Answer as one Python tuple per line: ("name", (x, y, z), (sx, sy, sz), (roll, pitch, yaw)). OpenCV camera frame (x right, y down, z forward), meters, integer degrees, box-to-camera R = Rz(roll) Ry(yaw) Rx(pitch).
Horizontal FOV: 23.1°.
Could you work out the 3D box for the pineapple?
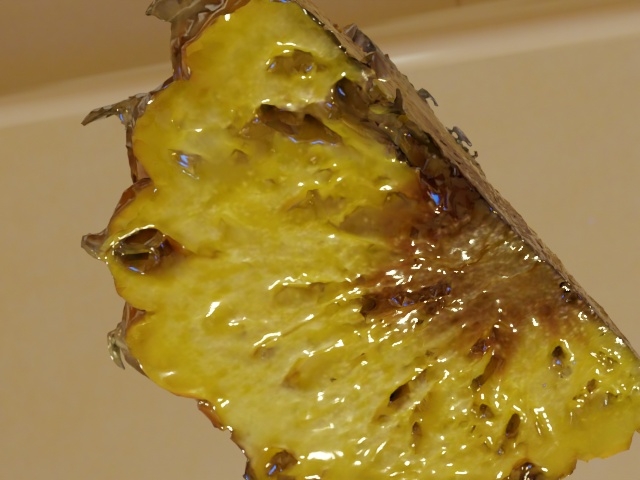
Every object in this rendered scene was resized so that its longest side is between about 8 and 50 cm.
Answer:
("pineapple", (-0.004, -0.003, 0.571), (0.140, 0.250, 0.164), (-41, -139, 11))
